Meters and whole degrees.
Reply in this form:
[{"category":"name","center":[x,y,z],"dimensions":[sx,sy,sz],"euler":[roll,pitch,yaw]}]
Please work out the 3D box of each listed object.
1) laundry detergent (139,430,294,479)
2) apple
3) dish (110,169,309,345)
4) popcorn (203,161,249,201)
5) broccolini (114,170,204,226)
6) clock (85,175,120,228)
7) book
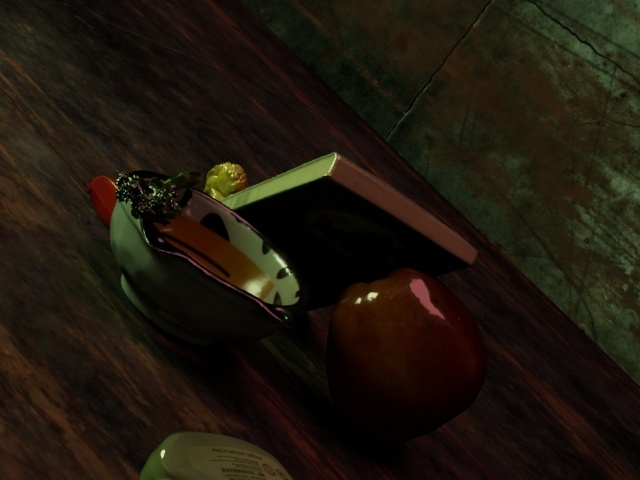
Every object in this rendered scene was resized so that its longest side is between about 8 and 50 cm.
[{"category":"laundry detergent","center":[-0.062,0.287,1.298],"dimensions":[0.181,0.091,0.253],"euler":[26,19,-39]},{"category":"apple","center":[0.110,0.149,1.894],"dimensions":[0.234,0.234,0.234],"euler":[37,14,-11]},{"category":"dish","center":[-0.154,0.042,1.763],"dimensions":[0.303,0.120,0.303],"euler":[33,16,-11]},{"category":"popcorn","center":[-0.142,-0.078,2.285],"dimensions":[0.084,0.084,0.084],"euler":[37,14,-11]},{"category":"broccolini","center":[-0.176,-0.067,1.718],"dimensions":[0.254,0.058,0.071],"euler":[-45,124,-72]},{"category":"clock","center":[-0.232,-0.034,1.942],"dimensions":[0.155,0.061,0.113],"euler":[18,25,-51]},{"category":"book","center":[0.000,0.000,1.968],"dimensions":[0.260,0.043,0.371],"euler":[32,-29,-28]}]
